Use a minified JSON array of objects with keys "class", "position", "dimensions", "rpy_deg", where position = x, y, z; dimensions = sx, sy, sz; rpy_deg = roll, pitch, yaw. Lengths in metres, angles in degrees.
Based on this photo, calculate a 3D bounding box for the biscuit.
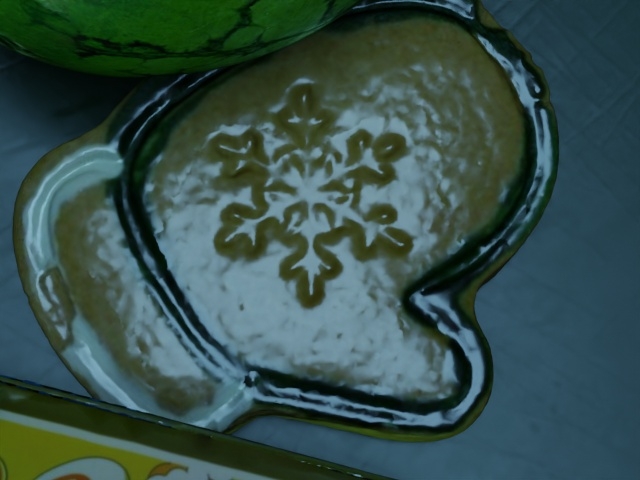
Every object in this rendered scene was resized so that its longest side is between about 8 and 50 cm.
[{"class":"biscuit","position":[0.000,0.000,0.995],"dimensions":[0.343,0.057,0.287],"rpy_deg":[-30,85,-6]}]

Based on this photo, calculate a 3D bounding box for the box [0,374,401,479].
[{"class":"box","position":[-0.164,0.270,0.839],"dimensions":[0.420,0.138,0.373],"rpy_deg":[14,66,8]}]

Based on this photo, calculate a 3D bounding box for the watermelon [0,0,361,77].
[{"class":"watermelon","position":[-0.080,-0.257,0.890],"dimensions":[0.363,0.363,0.363],"rpy_deg":[0,82,-3]}]
